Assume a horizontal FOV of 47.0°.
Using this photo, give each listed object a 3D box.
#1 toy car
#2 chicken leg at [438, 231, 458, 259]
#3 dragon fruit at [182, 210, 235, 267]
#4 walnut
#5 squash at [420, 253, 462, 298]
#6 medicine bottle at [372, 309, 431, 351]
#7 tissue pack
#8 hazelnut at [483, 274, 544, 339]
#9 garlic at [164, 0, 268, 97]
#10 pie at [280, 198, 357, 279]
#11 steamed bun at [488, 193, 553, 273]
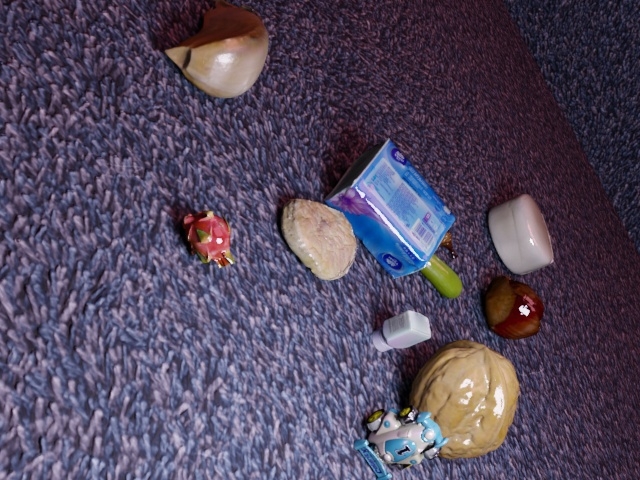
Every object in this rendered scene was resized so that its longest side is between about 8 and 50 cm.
[{"bbox_3d":[0.157,0.398,1.427,0.126,0.161,0.098,56,46,-9],"label":"toy car"},{"bbox_3d":[0.335,0.003,2.019,0.145,0.037,0.062,25,70,-38],"label":"chicken leg"},{"bbox_3d":[-0.198,0.000,1.333,0.116,0.081,0.086,62,25,4],"label":"dragon fruit"},{"bbox_3d":[0.303,0.331,1.559,0.224,0.257,0.257,7,60,-30],"label":"walnut"},{"bbox_3d":[0.294,0.073,1.896,0.201,0.066,0.066,46,38,-16],"label":"squash"},{"bbox_3d":[0.173,0.201,1.611,0.074,0.118,0.055,22,50,-40],"label":"medicine bottle"},{"bbox_3d":[0.166,-0.072,1.751,0.263,0.146,0.198,47,53,-12],"label":"tissue pack"},{"bbox_3d":[0.528,0.179,2.018,0.201,0.160,0.170,-73,150,-50],"label":"hazelnut"},{"bbox_3d":[-0.199,-0.447,1.601,0.196,0.151,0.338,31,42,-17],"label":"garlic"},{"bbox_3d":[0.003,-0.001,1.601,0.218,0.052,0.185,17,51,-48],"label":"pie"},{"bbox_3d":[0.616,-0.026,2.286,0.164,0.146,0.241,30,45,-42],"label":"steamed bun"}]
